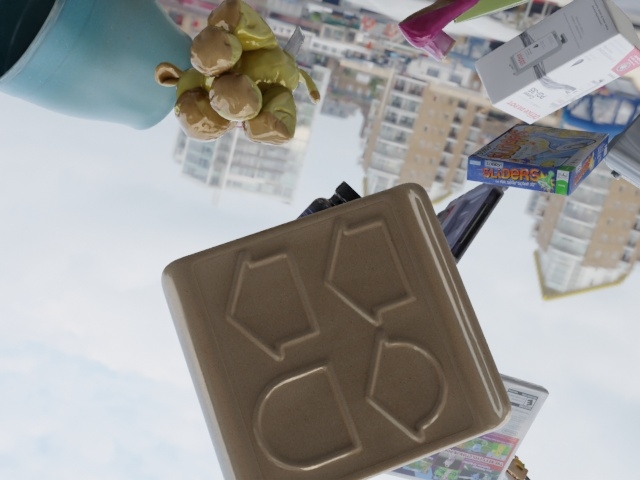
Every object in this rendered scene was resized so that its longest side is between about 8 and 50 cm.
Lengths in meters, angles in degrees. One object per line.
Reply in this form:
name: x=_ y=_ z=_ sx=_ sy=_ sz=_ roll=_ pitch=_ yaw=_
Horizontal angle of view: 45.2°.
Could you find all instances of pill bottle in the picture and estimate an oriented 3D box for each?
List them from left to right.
pill bottle: x=0.000 y=0.000 z=1.407 sx=0.123 sy=0.219 sz=0.123 roll=43 pitch=-176 yaw=-4

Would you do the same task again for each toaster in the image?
toaster: x=0.626 y=-0.171 z=1.348 sx=0.129 sy=0.227 sz=0.146 roll=20 pitch=-154 yaw=-53

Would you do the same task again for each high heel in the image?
high heel: x=0.243 y=-0.482 z=1.511 sx=0.117 sy=0.244 sz=0.082 roll=31 pitch=177 yaw=-28

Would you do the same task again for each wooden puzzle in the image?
wooden puzzle: x=0.014 y=0.129 z=0.945 sx=0.348 sy=0.322 sz=0.080 roll=-19 pitch=170 yaw=-4

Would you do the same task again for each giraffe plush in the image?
giraffe plush: x=-0.123 y=-0.195 z=0.980 sx=0.171 sy=0.181 sz=0.210 roll=-20 pitch=-163 yaw=32

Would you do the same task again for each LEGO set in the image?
LEGO set: x=0.336 y=0.454 z=1.446 sx=0.107 sy=0.286 sz=0.132 roll=-21 pitch=-134 yaw=-25

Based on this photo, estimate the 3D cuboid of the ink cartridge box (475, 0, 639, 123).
ink cartridge box: x=0.499 y=-0.372 z=1.597 sx=0.283 sy=0.117 sz=0.207 roll=-29 pitch=159 yaw=33

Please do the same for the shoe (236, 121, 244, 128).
shoe: x=-0.150 y=-0.255 z=1.641 sx=0.178 sy=0.081 sz=0.063 roll=-6 pitch=137 yaw=45

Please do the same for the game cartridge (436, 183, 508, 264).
game cartridge: x=0.331 y=-0.015 z=1.988 sx=0.068 sy=0.355 sz=0.230 roll=47 pitch=147 yaw=-11

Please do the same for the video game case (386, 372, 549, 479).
video game case: x=0.189 y=0.255 z=1.050 sx=0.201 sy=0.183 sz=0.023 roll=19 pitch=-166 yaw=-21

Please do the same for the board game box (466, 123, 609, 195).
board game box: x=0.300 y=-0.114 z=1.047 sx=0.136 sy=0.035 sz=0.201 roll=12 pitch=-154 yaw=29

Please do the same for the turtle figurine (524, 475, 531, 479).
turtle figurine: x=0.561 y=0.632 z=1.549 sx=0.275 sy=0.197 sz=0.266 roll=-3 pitch=-152 yaw=12

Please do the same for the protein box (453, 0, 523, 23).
protein box: x=0.440 y=-0.643 z=1.911 sx=0.200 sy=0.135 sz=0.201 roll=-10 pitch=-167 yaw=36

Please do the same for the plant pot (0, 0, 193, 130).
plant pot: x=-0.348 y=-0.302 z=1.196 sx=0.255 sy=0.271 sz=0.272 roll=27 pitch=-178 yaw=-42
